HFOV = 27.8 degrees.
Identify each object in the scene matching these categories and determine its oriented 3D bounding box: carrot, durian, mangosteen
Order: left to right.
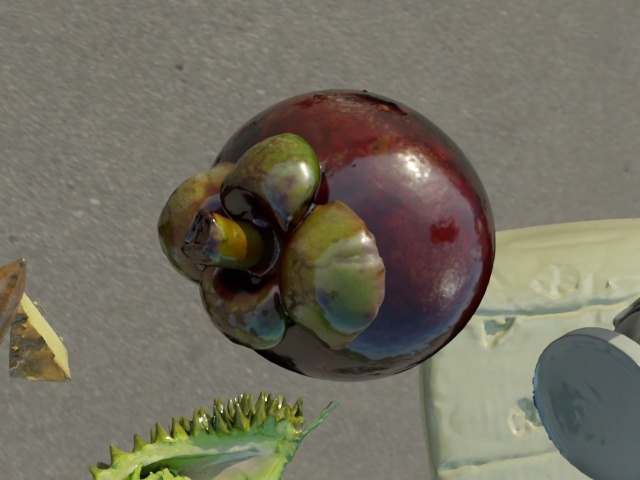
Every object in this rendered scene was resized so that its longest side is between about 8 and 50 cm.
[{"bbox_3d":[-0.359,0.085,1.351,0.072,0.072,0.205,14,127,-40],"label":"carrot"},{"bbox_3d":[-0.134,0.268,1.135,0.355,0.169,0.157,-52,144,-20],"label":"durian"},{"bbox_3d":[0.000,0.000,0.728,0.200,0.200,0.199,-15,116,-32],"label":"mangosteen"}]

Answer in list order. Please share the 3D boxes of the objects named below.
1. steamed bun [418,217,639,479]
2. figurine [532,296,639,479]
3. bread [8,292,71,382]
[{"bbox_3d":[0.322,0.210,1.479,0.290,0.371,0.455,28,59,-69],"label":"steamed bun"},{"bbox_3d":[0.280,0.070,0.943,0.236,0.133,0.176,-23,158,-37],"label":"figurine"},{"bbox_3d":[-0.355,0.114,1.647,0.080,0.084,0.109,3,116,-15],"label":"bread"}]
